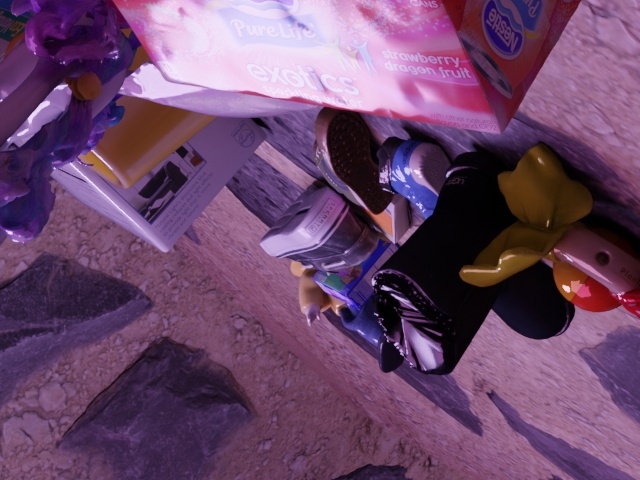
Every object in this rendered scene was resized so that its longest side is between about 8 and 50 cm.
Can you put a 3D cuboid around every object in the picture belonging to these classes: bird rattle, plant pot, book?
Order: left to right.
[{"bbox_3d":[-0.199,-0.197,1.625,0.254,0.239,0.254,38,171,7],"label":"plant pot"},{"bbox_3d":[0.067,-0.057,1.898,0.096,0.035,0.144,39,170,15],"label":"book"},{"bbox_3d":[0.270,0.021,1.390,0.253,0.143,0.207,24,179,10],"label":"bird rattle"}]

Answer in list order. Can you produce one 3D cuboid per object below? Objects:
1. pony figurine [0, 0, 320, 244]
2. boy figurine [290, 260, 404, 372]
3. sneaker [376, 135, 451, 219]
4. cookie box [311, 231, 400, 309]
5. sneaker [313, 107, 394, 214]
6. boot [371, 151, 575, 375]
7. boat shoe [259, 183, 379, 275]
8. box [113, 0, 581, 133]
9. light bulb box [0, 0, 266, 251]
[{"bbox_3d":[-0.211,-0.156,1.296,0.351,0.363,0.303,-2,134,52],"label":"pony figurine"},{"bbox_3d":[0.038,0.077,2.230,0.285,0.177,0.092,40,142,37],"label":"boy figurine"},{"bbox_3d":[0.113,-0.057,1.638,0.084,0.058,0.152,22,157,42],"label":"sneaker"},{"bbox_3d":[0.055,0.036,2.140,0.092,0.107,0.040,25,161,52],"label":"cookie box"},{"bbox_3d":[0.019,-0.103,1.752,0.086,0.064,0.192,32,166,36],"label":"sneaker"},{"bbox_3d":[0.151,0.063,1.491,0.094,0.207,0.246,1,133,40],"label":"boot"},{"bbox_3d":[0.000,0.000,2.085,0.119,0.121,0.335,41,177,-8],"label":"boat shoe"},{"bbox_3d":[0.004,-0.188,0.991,0.300,0.142,0.154,13,150,36],"label":"box"},{"bbox_3d":[-0.331,-0.209,2.085,0.361,0.225,0.358,46,169,-32],"label":"light bulb box"}]
